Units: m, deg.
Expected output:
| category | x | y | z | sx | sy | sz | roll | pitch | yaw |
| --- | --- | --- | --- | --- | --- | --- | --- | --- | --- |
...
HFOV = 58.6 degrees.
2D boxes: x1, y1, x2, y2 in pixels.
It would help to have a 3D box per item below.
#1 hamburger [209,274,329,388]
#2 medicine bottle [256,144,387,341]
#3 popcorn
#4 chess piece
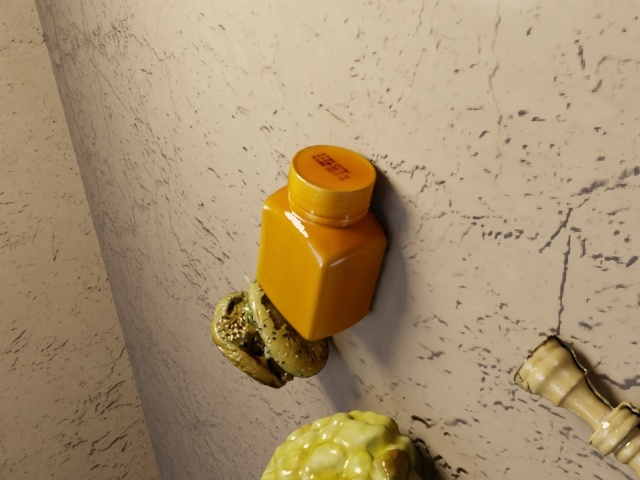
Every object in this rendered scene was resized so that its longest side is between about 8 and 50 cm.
| category | x | y | z | sx | sy | sz | roll | pitch | yaw |
| --- | --- | --- | --- | --- | --- | --- | --- | --- | --- |
| hamburger | -0.072 | 0.128 | 0.857 | 0.113 | 0.177 | 0.185 | -32 | 70 | 26 |
| medicine bottle | 0.001 | 0.000 | 0.729 | 0.149 | 0.112 | 0.222 | 45 | 140 | 35 |
| popcorn | 0.035 | 0.366 | 0.733 | 0.237 | 0.293 | 0.293 | -10 | 101 | 15 |
| chess piece | 0.254 | 0.160 | 0.497 | 0.172 | 0.060 | 0.060 | 43 | 139 | 32 |
